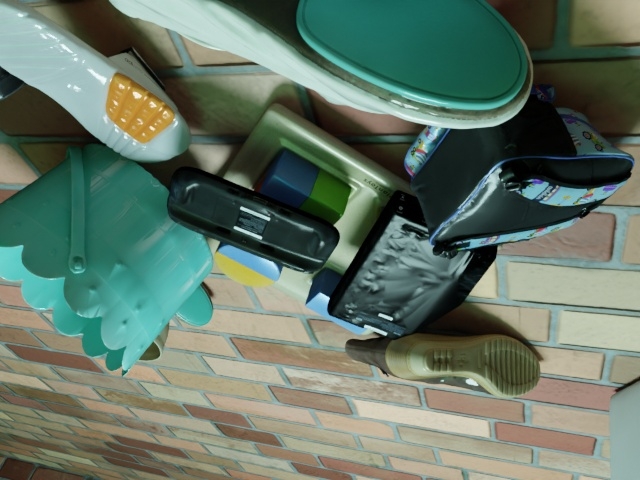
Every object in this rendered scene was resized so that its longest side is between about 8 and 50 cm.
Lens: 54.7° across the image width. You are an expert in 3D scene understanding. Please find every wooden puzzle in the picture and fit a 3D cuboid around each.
[{"bbox_3d":[0.004,0.016,0.811,0.322,0.080,0.348,29,144,-14],"label":"wooden puzzle"}]

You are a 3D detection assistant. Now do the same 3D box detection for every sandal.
[{"bbox_3d":[-0.236,-0.180,0.661,0.102,0.076,0.265,-18,145,24],"label":"sandal"}]

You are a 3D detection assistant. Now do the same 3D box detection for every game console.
[{"bbox_3d":[0.000,0.000,0.708,0.361,0.044,0.213,21,139,-6],"label":"game console"}]

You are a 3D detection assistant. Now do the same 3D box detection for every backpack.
[{"bbox_3d":[0.189,-0.068,0.581,0.173,0.117,0.158,-5,153,-21],"label":"backpack"}]

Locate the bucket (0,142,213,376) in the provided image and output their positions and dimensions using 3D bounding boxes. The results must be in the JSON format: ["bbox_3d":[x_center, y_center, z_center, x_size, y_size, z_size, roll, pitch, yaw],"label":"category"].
[{"bbox_3d":[-0.290,0.020,0.808,0.281,0.183,0.281,30,151,19],"label":"bucket"}]

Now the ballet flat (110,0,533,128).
[{"bbox_3d":[-0.022,-0.191,0.527,0.400,0.139,0.139,23,145,2],"label":"ballet flat"}]

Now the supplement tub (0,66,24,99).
[{"bbox_3d":[-0.387,-0.238,0.632,0.106,0.106,0.198,2,142,22],"label":"supplement tub"}]

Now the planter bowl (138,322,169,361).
[{"bbox_3d":[-0.335,0.126,1.094,0.162,0.109,0.162,12,145,9],"label":"planter bowl"}]

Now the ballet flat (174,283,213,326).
[{"bbox_3d":[-0.260,0.065,1.029,0.068,0.072,0.213,20,156,52],"label":"ballet flat"}]

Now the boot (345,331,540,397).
[{"bbox_3d":[0.187,0.181,0.961,0.248,0.090,0.207,13,171,-26],"label":"boot"}]

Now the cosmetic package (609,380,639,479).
[{"bbox_3d":[0.623,0.342,0.747,0.394,0.327,0.329,18,145,-1],"label":"cosmetic package"}]
